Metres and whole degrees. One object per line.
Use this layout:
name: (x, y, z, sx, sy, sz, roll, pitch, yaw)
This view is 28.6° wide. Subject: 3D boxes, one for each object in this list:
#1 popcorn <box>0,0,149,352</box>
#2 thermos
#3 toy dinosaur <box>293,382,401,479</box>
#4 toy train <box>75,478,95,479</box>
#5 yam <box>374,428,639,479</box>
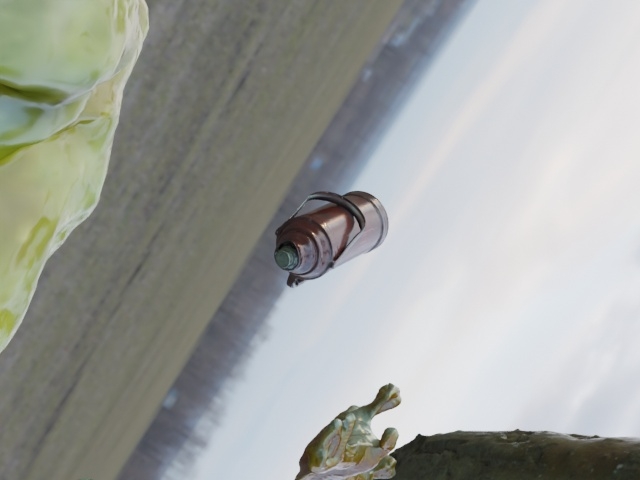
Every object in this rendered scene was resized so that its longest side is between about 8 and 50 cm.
popcorn: (-0.207, -0.064, 0.609, 0.294, 0.292, 0.334, -17, 136, -46)
thermos: (0.003, 0.002, 1.762, 0.232, 0.099, 0.124, -28, 146, -57)
toy dinosaur: (0.005, 0.173, 0.933, 0.142, 0.057, 0.212, -24, 158, -47)
toy train: (-0.212, 0.277, 0.963, 0.298, 0.194, 0.120, -2, 106, -60)
yam: (0.165, 0.211, 0.981, 0.330, 0.133, 0.133, -5, -136, 48)
